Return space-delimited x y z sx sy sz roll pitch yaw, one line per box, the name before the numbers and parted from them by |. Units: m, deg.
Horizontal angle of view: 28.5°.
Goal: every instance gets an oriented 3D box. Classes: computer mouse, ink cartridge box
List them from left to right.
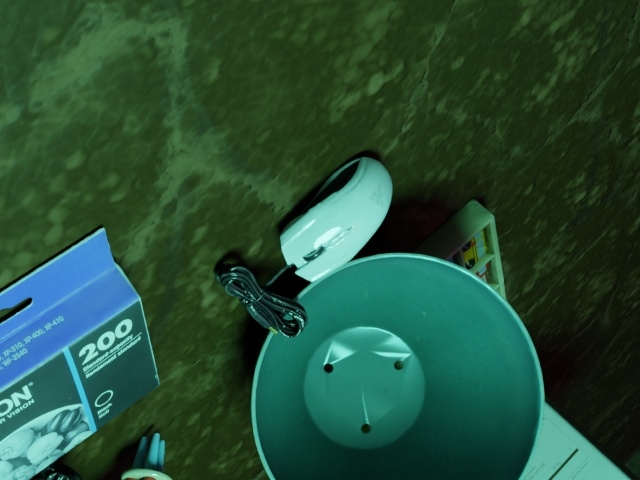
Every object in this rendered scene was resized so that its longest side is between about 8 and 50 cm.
ink cartridge box | -0.234 0.113 1.027 0.206 0.045 0.208 -35 150 -21
computer mouse | 0.000 0.000 1.174 0.193 0.042 0.106 -47 118 -8

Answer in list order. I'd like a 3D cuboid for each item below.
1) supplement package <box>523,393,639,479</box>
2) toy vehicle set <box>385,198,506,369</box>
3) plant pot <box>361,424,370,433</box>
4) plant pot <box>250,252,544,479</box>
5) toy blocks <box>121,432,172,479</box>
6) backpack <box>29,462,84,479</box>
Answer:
supplement package | 0.282 0.306 1.745 0.175 0.293 0.177 -49 153 4
toy vehicle set | 0.148 0.074 1.526 0.166 0.035 0.267 -41 152 -10
plant pot | 0.113 0.304 1.548 0.239 0.254 0.254 -16 152 5
plant pot | 0.063 0.159 1.311 0.290 0.290 0.195 -43 -175 -8
toy blocks | -0.195 0.273 1.248 0.054 0.148 0.123 27 143 -27
backpack | -0.273 0.296 1.099 0.115 0.152 0.182 -27 -178 39
